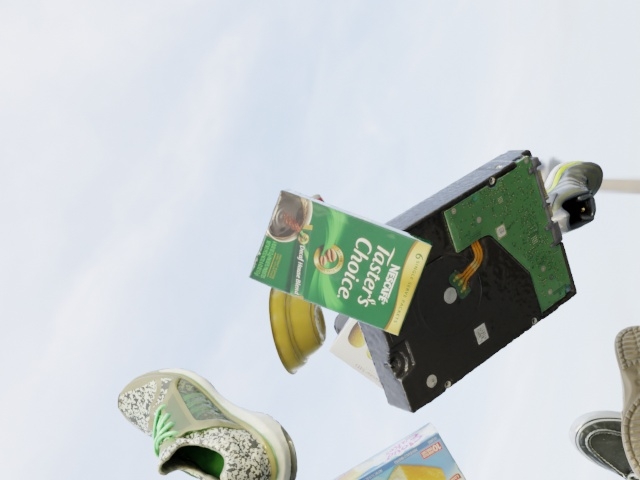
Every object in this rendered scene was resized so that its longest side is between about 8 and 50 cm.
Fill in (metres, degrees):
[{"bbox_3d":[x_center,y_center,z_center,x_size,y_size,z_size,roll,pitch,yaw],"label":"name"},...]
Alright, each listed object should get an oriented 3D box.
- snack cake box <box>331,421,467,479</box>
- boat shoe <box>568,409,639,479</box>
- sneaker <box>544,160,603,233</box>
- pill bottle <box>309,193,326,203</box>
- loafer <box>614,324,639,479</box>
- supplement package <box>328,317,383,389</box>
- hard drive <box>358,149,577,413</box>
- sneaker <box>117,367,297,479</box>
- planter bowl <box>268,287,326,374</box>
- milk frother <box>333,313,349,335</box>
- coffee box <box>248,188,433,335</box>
[{"bbox_3d":[0.149,0.496,1.898,0.152,0.264,0.089,59,179,-4],"label":"snack cake box"},{"bbox_3d":[0.594,0.402,1.714,0.113,0.306,0.105,-61,3,11],"label":"boat shoe"},{"bbox_3d":[0.487,-0.072,1.862,0.300,0.121,0.111,-36,-62,-42],"label":"sneaker"},{"bbox_3d":[0.000,0.000,2.074,0.180,0.108,0.108,58,-148,4],"label":"pill bottle"},{"bbox_3d":[0.540,0.272,1.567,0.092,0.102,0.268,48,-142,-52],"label":"loafer"},{"bbox_3d":[0.141,0.126,1.677,0.134,0.139,0.244,-52,-5,-48],"label":"supplement package"},{"bbox_3d":[0.194,0.047,1.311,0.339,0.064,0.236,-31,-69,-27],"label":"hard drive"},{"bbox_3d":[-0.243,0.346,1.718,0.182,0.410,0.158,-14,-67,-51],"label":"sneaker"},{"bbox_3d":[-0.042,0.195,2.220,0.217,0.090,0.217,-12,-90,-77],"label":"planter bowl"},{"bbox_3d":[0.096,0.120,2.005,0.143,0.129,0.135,62,-147,-14],"label":"milk frother"},{"bbox_3d":[0.024,0.023,1.086,0.040,0.184,0.113,-20,-49,-81],"label":"coffee box"}]
